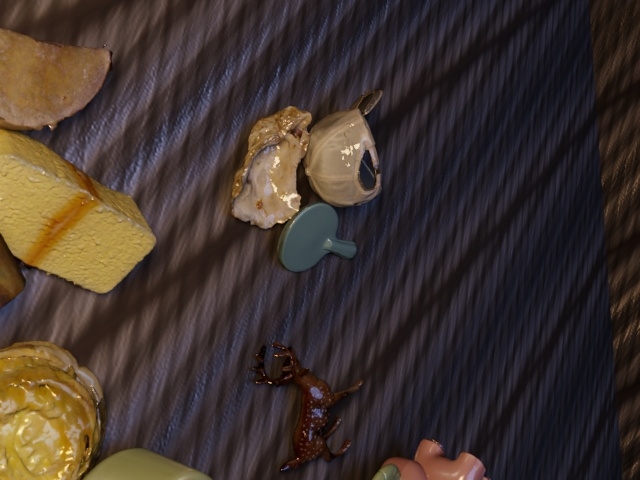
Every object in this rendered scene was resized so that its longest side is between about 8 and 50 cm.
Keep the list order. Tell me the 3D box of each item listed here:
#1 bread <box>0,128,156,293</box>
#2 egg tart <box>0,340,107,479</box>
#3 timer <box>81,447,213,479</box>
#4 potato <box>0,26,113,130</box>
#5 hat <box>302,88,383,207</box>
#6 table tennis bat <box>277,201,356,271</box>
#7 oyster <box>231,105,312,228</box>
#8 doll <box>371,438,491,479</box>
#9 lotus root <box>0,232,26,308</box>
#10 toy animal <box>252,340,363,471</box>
[{"bbox_3d":[-0.371,-0.049,1.038,0.266,0.141,0.178,32,49,-41],"label":"bread"},{"bbox_3d":[-0.404,0.272,0.985,0.278,0.094,0.279,4,84,-48],"label":"egg tart"},{"bbox_3d":[-0.170,0.456,1.010,0.290,0.315,0.291,0,90,-65],"label":"timer"},{"bbox_3d":[-0.413,-0.218,1.008,0.243,0.098,0.138,-2,91,-52],"label":"potato"},{"bbox_3d":[0.050,-0.185,1.451,0.275,0.160,0.232,-75,170,-55],"label":"hat"},{"bbox_3d":[0.000,0.000,1.446,0.237,0.038,0.149,16,104,-54],"label":"table tennis bat"},{"bbox_3d":[-0.095,-0.141,1.353,0.161,0.107,0.233,25,86,-54],"label":"oyster"},{"bbox_3d":[0.201,0.561,1.519,0.268,0.216,0.284,-47,122,-30],"label":"doll"},{"bbox_3d":[-0.507,0.001,0.822,0.267,0.149,0.260,-32,114,-30],"label":"lotus root"},{"bbox_3d":[-0.020,0.317,1.394,0.259,0.087,0.244,9,79,-49],"label":"toy animal"}]
